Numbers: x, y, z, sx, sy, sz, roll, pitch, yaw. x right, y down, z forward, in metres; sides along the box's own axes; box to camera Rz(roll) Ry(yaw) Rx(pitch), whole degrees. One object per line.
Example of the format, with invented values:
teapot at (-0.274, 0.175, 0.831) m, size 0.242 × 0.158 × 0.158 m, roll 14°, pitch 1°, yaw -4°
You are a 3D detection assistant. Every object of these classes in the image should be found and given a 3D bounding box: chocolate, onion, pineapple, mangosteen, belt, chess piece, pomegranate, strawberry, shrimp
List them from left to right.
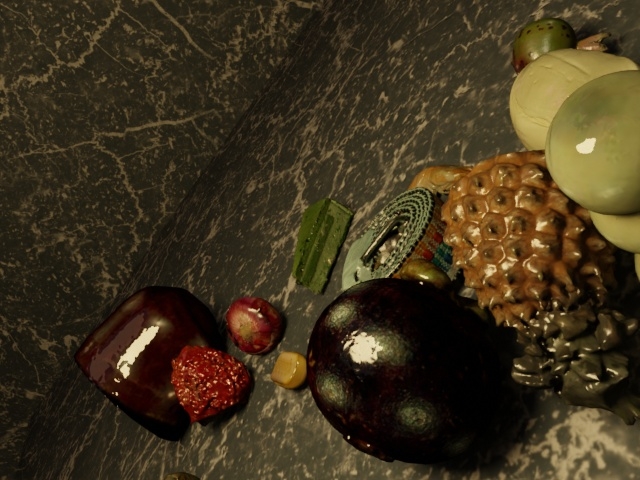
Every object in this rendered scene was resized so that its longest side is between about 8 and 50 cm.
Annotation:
chocolate at (-0.440, 0.305, 1.515) m, size 0.331 × 0.384 × 0.383 m, roll -49°, pitch 25°, yaw -17°
strawberry at (-0.277, 0.343, 1.330) m, size 0.184 × 0.201 × 0.187 m, roll -40°, pitch 6°, yaw -21°
onion at (-0.157, 0.206, 1.373) m, size 0.150 × 0.150 × 0.140 m, roll -45°, pitch -6°, yaw 22°
belt at (0.150, 0.033, 1.001) m, size 0.257 × 0.150 × 0.207 m, roll -52°, pitch 20°, yaw 10°
mangosteen at (0.123, 0.169, 0.774) m, size 0.288 × 0.288 × 0.288 m, roll -39°, pitch 34°, yaw 32°
shrimp at (0.242, -0.094, 1.081) m, size 0.236 × 0.053 × 0.133 m, roll 3°, pitch 62°, yaw 62°
pineapple at (0.292, 0.071, 0.687) m, size 0.223 × 0.223 × 0.357 m, roll -35°, pitch 53°, yaw 36°
pomegranate at (0.428, -0.335, 0.976) m, size 0.129 × 0.159 × 0.129 m, roll 8°, pitch -90°, yaw -80°
chess piece at (0.360, -0.041, 0.547) m, size 0.182 × 0.330 × 0.182 m, roll -40°, pitch 32°, yaw 31°

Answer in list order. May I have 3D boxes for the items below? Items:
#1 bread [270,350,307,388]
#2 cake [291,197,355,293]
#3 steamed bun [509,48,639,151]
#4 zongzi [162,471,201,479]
bread at (-0.060, 0.286, 1.182) m, size 0.115 × 0.056 × 0.082 m, roll -18°, pitch 47°, yaw 59°
cake at (-0.012, 0.017, 1.328) m, size 0.099 × 0.100 × 0.235 m, roll -12°, pitch 52°, yaw 56°
steamed bun at (0.380, -0.164, 0.775) m, size 0.155 × 0.200 × 0.250 m, roll -55°, pitch 26°, yaw 8°
zongzi at (-0.231, 0.577, 1.052) m, size 0.360 × 0.160 × 0.323 m, roll -42°, pitch 33°, yaw 28°
